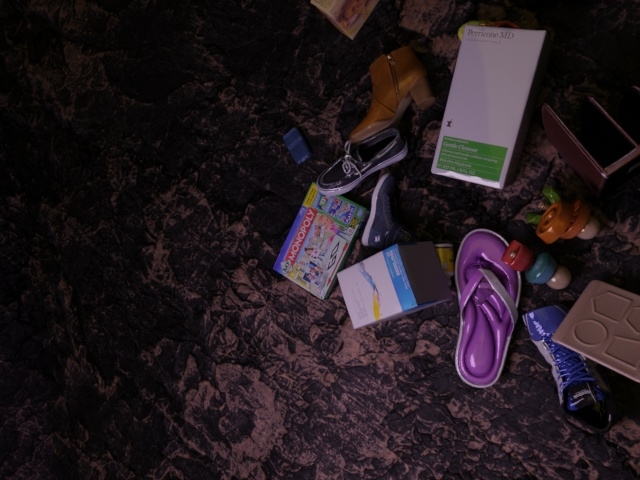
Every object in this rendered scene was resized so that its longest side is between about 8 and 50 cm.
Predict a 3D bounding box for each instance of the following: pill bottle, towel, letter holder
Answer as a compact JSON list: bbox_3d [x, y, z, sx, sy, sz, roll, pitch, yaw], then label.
[{"bbox_3d":[0.337,0.068,1.306,0.065,0.065,0.116,-2,86,28],"label":"pill bottle"},{"bbox_3d":[-0.076,-0.317,1.573,0.067,0.029,0.119,-35,71,22],"label":"towel"},{"bbox_3d":[0.620,-0.238,1.044,0.152,0.302,0.214,-39,70,20],"label":"letter holder"}]

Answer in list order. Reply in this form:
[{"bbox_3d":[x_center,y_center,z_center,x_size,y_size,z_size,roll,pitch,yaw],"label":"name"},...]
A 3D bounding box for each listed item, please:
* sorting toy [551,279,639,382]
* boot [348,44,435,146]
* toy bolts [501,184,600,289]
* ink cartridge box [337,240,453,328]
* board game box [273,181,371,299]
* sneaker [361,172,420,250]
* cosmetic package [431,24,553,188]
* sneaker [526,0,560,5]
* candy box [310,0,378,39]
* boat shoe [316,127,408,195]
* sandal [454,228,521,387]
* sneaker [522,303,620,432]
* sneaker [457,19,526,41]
[{"bbox_3d":[0.654,0.195,1.037,0.193,0.038,0.208,-47,39,-16],"label":"sorting toy"},{"bbox_3d":[0.182,-0.433,1.414,0.295,0.104,0.211,-29,68,18],"label":"boot"},{"bbox_3d":[0.567,0.013,1.116,0.158,0.218,0.229,28,108,3],"label":"toy bolts"},{"bbox_3d":[0.196,0.122,1.283,0.232,0.171,0.168,-30,71,42],"label":"ink cartridge box"},{"bbox_3d":[0.000,0.000,1.501,0.213,0.046,0.317,29,100,26],"label":"board game box"},{"bbox_3d":[0.221,-0.070,1.357,0.163,0.086,0.226,22,107,38],"label":"sneaker"},{"bbox_3d":[0.431,-0.334,1.195,0.197,0.155,0.366,18,110,28],"label":"cosmetic package"},{"bbox_3d":[0.602,-0.656,1.207,0.286,0.109,0.130,43,113,33],"label":"sneaker"},{"bbox_3d":[0.127,-0.794,1.412,0.087,0.183,0.316,42,106,23],"label":"candy box"},{"bbox_3d":[0.110,-0.236,1.405,0.306,0.105,0.113,-22,64,20],"label":"boat shoe"},{"bbox_3d":[0.432,0.175,1.217,0.169,0.102,0.416,0,86,17],"label":"sandal"},{"bbox_3d":[0.594,0.299,1.088,0.127,0.182,0.316,-29,74,22],"label":"sneaker"},{"bbox_3d":[0.467,-0.559,1.265,0.208,0.094,0.082,22,97,28],"label":"sneaker"}]
